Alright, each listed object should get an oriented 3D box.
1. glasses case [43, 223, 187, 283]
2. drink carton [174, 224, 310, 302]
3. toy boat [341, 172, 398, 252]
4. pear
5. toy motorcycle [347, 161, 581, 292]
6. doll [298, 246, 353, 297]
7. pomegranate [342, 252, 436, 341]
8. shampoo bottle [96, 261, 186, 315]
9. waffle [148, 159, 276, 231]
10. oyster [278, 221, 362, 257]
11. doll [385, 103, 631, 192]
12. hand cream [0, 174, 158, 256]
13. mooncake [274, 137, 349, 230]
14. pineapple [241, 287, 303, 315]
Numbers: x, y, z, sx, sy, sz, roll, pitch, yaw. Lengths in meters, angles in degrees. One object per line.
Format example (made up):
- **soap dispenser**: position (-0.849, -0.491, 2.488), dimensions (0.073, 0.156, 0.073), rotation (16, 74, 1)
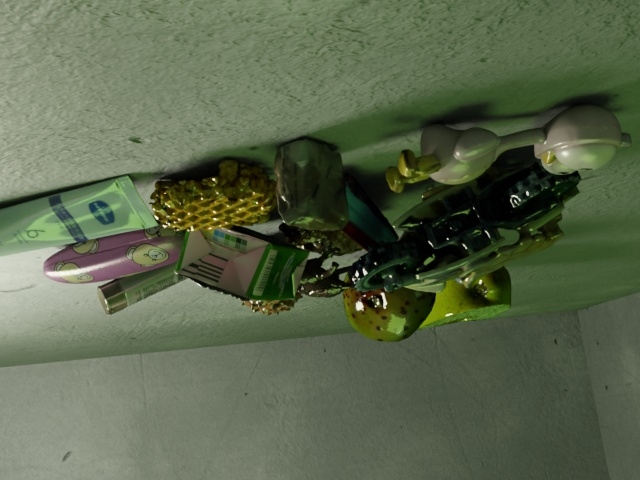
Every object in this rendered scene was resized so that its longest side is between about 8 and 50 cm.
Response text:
- **glasses case**: position (-0.367, 0.027, 1.715), dimensions (0.316, 0.075, 0.123), rotation (-14, 169, 27)
- **drink carton**: position (-0.138, 0.036, 1.649), dimensions (0.161, 0.108, 0.271), rotation (20, -179, 15)
- **toy boat**: position (0.067, -0.037, 1.639), dimensions (0.079, 0.136, 0.392), rotation (-39, 159, 4)
- **pear**: position (0.393, 0.130, 2.518), dimensions (0.292, 0.159, 0.292), rotation (-11, 169, -2)
- **toy motorcycle**: position (0.248, -0.014, 1.573), dimensions (0.410, 0.168, 0.237), rotation (-27, 168, 17)
- **doll**: position (-0.012, 0.076, 1.822), dimensions (0.165, 0.057, 0.139), rotation (-26, 150, 17)
- **pomegranate**: position (0.163, 0.100, 2.206), dimensions (0.231, 0.230, 0.286), rotation (-10, -152, 11)
- **shampoo bottle**: position (-0.322, 0.072, 1.828), dimensions (0.227, 0.056, 0.086), rotation (-26, 162, -20)
- **waffle**: position (-0.161, -0.068, 1.435), dimensions (0.193, 0.070, 0.197), rotation (-8, 166, 2)
- **oyster**: position (0.003, 0.000, 1.871), dimensions (0.129, 0.078, 0.345), rotation (-4, 173, 23)
- **doll**: position (0.281, -0.133, 1.349), dimensions (0.365, 0.094, 0.160), rotation (-5, 171, -10)
- **hand cream**: position (-0.419, -0.031, 1.447), dimensions (0.321, 0.067, 0.109), rotation (-12, 134, 12)
- **mooncake**: position (-0.014, -0.073, 1.359), dimensions (0.073, 0.125, 0.130), rotation (-10, 166, 34)
- **pineapple**: position (-0.109, 0.072, 1.912), dimensions (0.166, 0.166, 0.193), rotation (-8, 168, 0)
